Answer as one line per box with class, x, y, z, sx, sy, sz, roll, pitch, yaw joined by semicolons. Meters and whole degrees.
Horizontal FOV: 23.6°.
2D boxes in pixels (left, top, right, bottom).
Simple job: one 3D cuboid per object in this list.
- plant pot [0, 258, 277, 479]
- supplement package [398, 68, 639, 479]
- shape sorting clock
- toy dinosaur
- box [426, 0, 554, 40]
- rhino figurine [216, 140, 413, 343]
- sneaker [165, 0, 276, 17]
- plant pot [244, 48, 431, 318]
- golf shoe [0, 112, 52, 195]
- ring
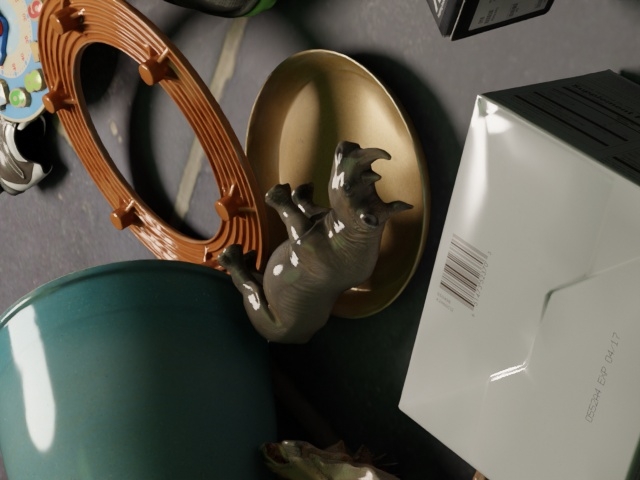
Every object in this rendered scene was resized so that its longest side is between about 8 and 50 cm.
plant pot;-0.155;0.198;1.374;0.271;0.272;0.255;-57;37;42
supplement package;0.196;0.045;1.063;0.204;0.145;0.262;36;126;38
shape sorting clock;-0.335;-0.227;1.624;0.206;0.040;0.206;24;121;46
toy dinosaur;0.085;0.275;1.286;0.200;0.127;0.295;-28;83;50
box;0.093;-0.360;0.962;0.395;0.097;0.318;104;146;-66
rhino figurine;0.000;0.000;1.292;0.106;0.073;0.243;55;134;15
sneaker;-0.196;-0.294;1.388;0.483;0.202;0.185;16;113;47
plant pot;0.018;-0.050;1.338;0.236;0.032;0.236;19;115;46
golf shoe;-0.349;-0.152;1.731;0.094;0.077;0.198;-14;92;33
ring;-0.171;-0.087;1.461;0.336;0.032;0.336;39;149;29
